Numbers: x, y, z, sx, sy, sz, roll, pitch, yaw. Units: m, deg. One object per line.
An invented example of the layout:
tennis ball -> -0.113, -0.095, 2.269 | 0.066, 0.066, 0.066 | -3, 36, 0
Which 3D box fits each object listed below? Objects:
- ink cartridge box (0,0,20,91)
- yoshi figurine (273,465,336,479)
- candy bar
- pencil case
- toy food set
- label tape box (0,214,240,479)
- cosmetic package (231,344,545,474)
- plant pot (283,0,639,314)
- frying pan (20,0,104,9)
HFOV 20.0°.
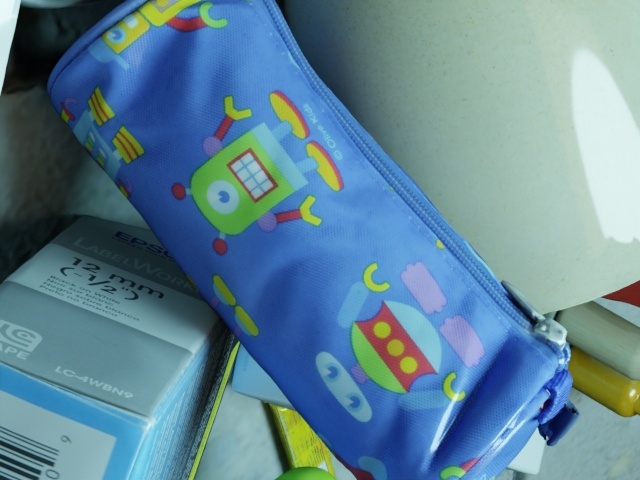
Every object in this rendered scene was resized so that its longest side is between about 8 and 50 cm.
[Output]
ink cartridge box -> -0.263, -0.098, 0.599 | 0.273, 0.198, 0.115 | -6, 119, -49
yoshi figurine -> -0.054, 0.312, 1.165 | 0.362, 0.203, 0.203 | -57, -175, 9
candy bar -> -0.011, 0.142, 1.249 | 0.040, 0.018, 0.161 | -40, 141, -23
pencil case -> 0.000, 0.000, 0.901 | 0.133, 0.306, 0.119 | -42, 173, 15
toy food set -> 0.270, 0.029, 1.435 | 0.111, 0.104, 0.232 | 18, 101, -55
label tape box -> -0.133, 0.128, 0.975 | 0.348, 0.115, 0.249 | -65, 175, -74
cosmetic package -> 0.056, 0.090, 1.196 | 0.231, 0.117, 0.086 | 24, 78, -57
plant pot -> 0.080, -0.139, 0.986 | 0.256, 0.256, 0.274 | -38, 125, -27
frying pan -> -0.049, -0.223, 0.836 | 0.326, 0.053, 0.197 | -42, 155, 5
